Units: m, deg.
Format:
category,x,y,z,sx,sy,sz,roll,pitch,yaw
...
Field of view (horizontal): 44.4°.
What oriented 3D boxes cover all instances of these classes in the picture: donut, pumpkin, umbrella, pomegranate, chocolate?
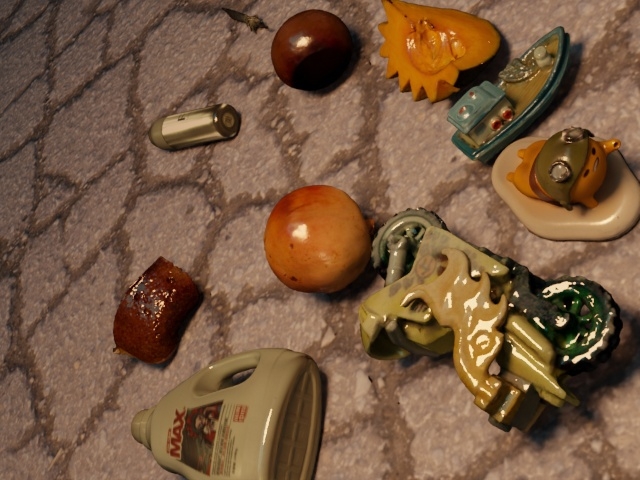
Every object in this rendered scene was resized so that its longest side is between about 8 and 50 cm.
category,x,y,z,sx,sy,sz,roll,pitch,yaw
donut,-0.334,0.150,1.573,0.126,0.144,0.186,24,59,26
pumpkin,0.213,-0.319,1.363,0.254,0.149,0.130,54,150,39
umbrella,-0.176,-0.522,1.854,0.269,0.044,0.044,43,125,54
pomegranate,-0.003,0.002,1.312,0.191,0.191,0.191,-20,56,34
chocolate,-0.022,-0.385,1.549,0.177,0.177,0.176,-20,56,34

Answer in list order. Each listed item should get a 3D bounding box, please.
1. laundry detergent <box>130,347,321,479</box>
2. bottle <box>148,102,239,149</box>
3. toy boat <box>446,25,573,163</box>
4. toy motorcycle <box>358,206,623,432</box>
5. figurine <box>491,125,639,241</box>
category,x,y,z,sx,sy,sz,roll,pitch,yaw
laundry detergent,-0.182,0.316,1.356,0.398,0.125,0.263,-7,65,42
bottle,-0.288,-0.259,1.784,0.254,0.079,0.096,-5,28,40
toy boat,0.295,-0.233,1.215,0.238,0.098,0.109,-45,39,9
toy motorcycle,0.200,0.104,1.084,0.410,0.169,0.236,27,89,46
figurine,0.317,-0.101,1.104,0.250,0.141,0.166,21,85,46
